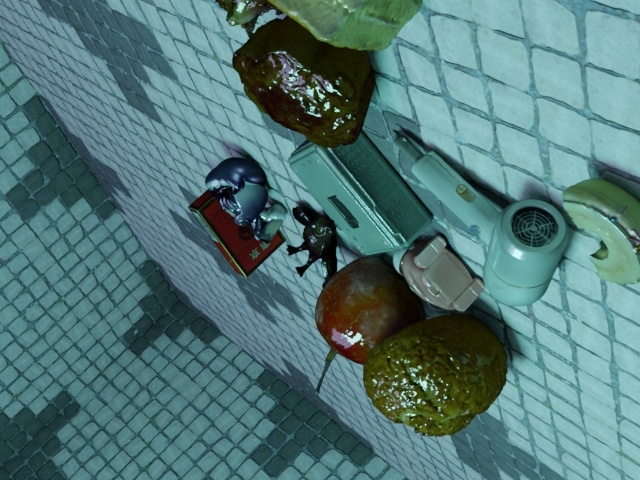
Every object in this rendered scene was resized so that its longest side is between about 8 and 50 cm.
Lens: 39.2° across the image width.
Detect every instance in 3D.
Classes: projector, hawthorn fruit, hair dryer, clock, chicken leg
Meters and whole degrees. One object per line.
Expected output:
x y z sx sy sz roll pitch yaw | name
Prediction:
0.065 -0.092 1.678 0.257 0.099 0.192 49 163 -10 | projector
0.093 0.154 1.961 0.231 0.262 0.235 106 149 -46 | hawthorn fruit
0.226 -0.064 1.405 0.357 0.107 0.173 45 161 23 | hair dryer
0.214 0.074 1.719 0.166 0.093 0.162 47 165 -5 | clock
-0.095 -0.384 1.424 0.207 0.101 0.085 16 178 41 | chicken leg

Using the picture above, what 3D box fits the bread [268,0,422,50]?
-0.011 -0.343 1.115 0.246 0.111 0.239 41 -160 11 | bread

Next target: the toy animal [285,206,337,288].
0.002 -0.004 2.068 0.179 0.116 0.219 -46 58 46 | toy animal

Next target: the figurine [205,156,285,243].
-0.174 -0.103 2.163 0.222 0.145 0.145 45 165 -29 | figurine

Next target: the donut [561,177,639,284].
0.392 -0.009 1.174 0.108 0.065 0.166 20 148 53 | donut

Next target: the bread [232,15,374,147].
-0.025 -0.252 1.415 0.232 0.135 0.246 30 165 -10 | bread

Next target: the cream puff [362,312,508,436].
0.232 0.276 1.785 0.303 0.302 0.212 88 170 -64 | cream puff

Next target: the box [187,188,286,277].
-0.213 -0.042 2.324 0.074 0.153 0.240 15 144 52 | box
